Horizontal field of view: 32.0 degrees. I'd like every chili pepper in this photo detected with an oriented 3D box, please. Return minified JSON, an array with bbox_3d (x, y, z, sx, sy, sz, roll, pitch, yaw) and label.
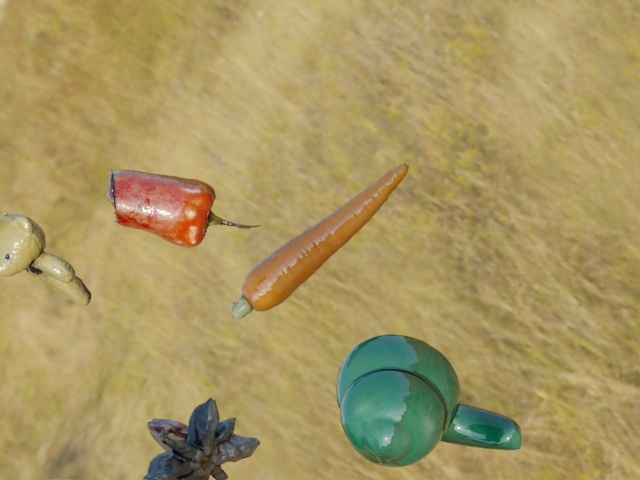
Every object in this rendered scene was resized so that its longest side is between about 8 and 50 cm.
[{"bbox_3d":[-0.166,-0.036,1.347,0.086,0.192,0.084,-84,8,-46],"label":"chili pepper"}]

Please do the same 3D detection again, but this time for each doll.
[{"bbox_3d":[-0.218,0.015,0.888,0.062,0.093,0.051,6,73,48],"label":"doll"}]

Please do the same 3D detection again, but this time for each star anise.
[{"bbox_3d":[-0.229,0.406,2.126,0.093,0.236,0.229,28,113,53],"label":"star anise"}]

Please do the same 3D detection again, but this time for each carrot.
[{"bbox_3d":[0.000,0.000,1.610,0.336,0.069,0.069,-40,13,-8],"label":"carrot"}]

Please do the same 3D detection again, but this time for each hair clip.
[{"bbox_3d":[-0.273,0.395,2.267,0.102,0.138,0.123,-41,-13,-28],"label":"hair clip"}]

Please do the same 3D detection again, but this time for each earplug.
[{"bbox_3d":[0.129,0.237,1.490,0.164,0.257,0.280,-31,5,23],"label":"earplug"}]

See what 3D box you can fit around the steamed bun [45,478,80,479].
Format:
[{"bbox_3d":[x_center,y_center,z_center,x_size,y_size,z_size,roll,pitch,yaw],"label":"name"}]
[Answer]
[{"bbox_3d":[-0.383,0.554,1.709,0.375,0.241,0.374,-8,71,24],"label":"steamed bun"}]
